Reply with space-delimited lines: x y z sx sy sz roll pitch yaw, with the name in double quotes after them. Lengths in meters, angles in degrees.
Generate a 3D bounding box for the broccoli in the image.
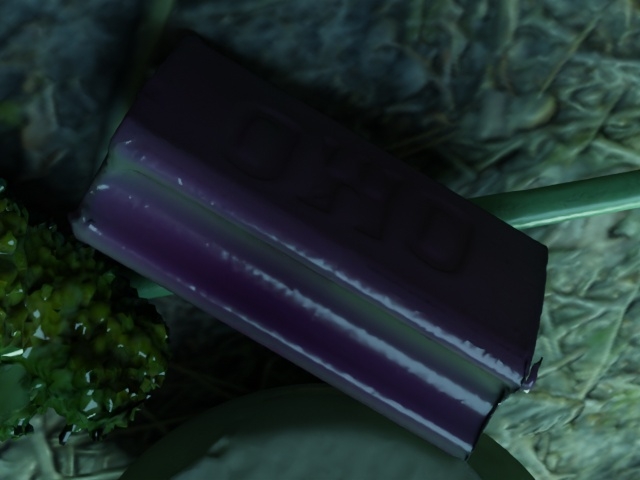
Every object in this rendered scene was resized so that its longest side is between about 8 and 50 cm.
-0.177 0.073 0.804 0.220 0.194 0.194 -6 134 1 "broccoli"

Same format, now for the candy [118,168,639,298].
0.092 -0.011 0.862 0.440 0.119 0.119 -12 134 7 "candy"

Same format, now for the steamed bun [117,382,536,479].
0.004 0.232 0.944 0.309 0.309 0.309 -7 133 -7 "steamed bun"

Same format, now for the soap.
0.000 0.000 0.775 0.203 0.122 0.065 31 118 -6 "soap"
